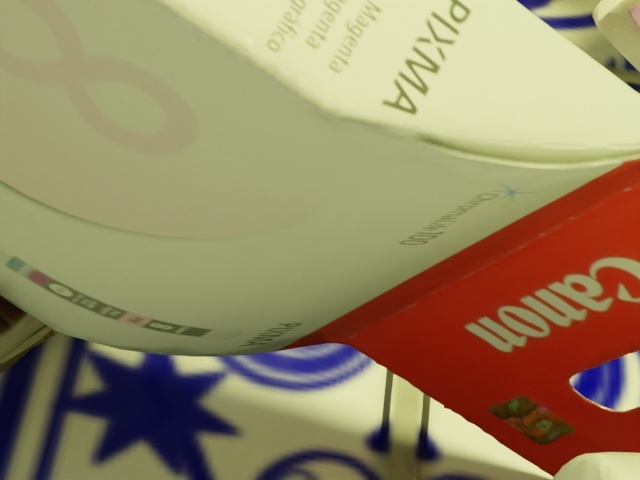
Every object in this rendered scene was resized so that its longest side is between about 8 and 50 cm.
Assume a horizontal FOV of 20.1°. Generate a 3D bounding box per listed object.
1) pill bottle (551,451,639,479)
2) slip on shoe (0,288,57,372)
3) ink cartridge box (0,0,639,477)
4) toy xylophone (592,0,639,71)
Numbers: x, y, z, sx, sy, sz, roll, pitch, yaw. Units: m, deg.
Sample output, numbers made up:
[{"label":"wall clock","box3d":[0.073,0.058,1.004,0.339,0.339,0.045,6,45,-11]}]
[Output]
[{"label":"pill bottle","box3d":[0.197,0.116,0.385,0.301,0.169,0.169,4,44,-8]},{"label":"slip on shoe","box3d":[-0.087,0.010,0.527,0.051,0.041,0.135,42,31,0]},{"label":"ink cartridge box","box3d":[0.000,0.000,0.416,0.232,0.189,0.066,38,64,-9]},{"label":"toy xylophone","box3d":[0.156,-0.203,0.704,0.236,0.081,0.323,-38,41,13]}]
